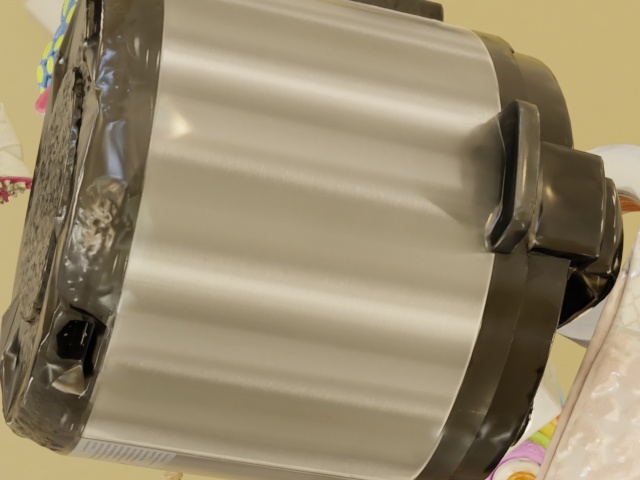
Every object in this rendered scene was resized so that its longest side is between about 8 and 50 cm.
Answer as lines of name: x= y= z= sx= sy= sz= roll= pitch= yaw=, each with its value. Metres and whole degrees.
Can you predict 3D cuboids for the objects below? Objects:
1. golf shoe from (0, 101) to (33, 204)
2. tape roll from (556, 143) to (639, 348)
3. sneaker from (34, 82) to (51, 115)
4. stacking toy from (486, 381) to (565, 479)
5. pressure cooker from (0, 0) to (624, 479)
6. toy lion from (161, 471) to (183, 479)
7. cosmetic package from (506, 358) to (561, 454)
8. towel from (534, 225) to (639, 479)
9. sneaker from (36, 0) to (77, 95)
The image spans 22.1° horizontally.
golf shoe: x=-0.485 y=-0.123 z=1.995 sx=0.306 sy=0.115 sz=0.140 roll=10 pitch=65 yaw=-56
tape roll: x=0.318 y=0.010 z=1.754 sx=0.072 sy=0.219 sz=0.219 roll=29 pitch=13 yaw=-49
sneaker: x=-0.173 y=-0.110 z=1.522 sx=0.252 sy=0.103 sz=0.111 roll=24 pitch=-22 yaw=50
stacking toy: x=0.246 y=0.286 z=2.033 sx=0.302 sy=0.165 sz=0.175 roll=-87 pitch=158 yaw=-75
pressure cooker: x=-0.001 y=0.006 z=1.204 sx=0.420 sy=0.376 sz=0.370 roll=11 pitch=22 yaw=-14
toy lion: x=-0.180 y=0.274 z=1.709 sx=0.100 sy=0.096 sz=0.034 roll=-165 pitch=-122 yaw=-70
cosmetic package: x=0.155 y=0.129 z=1.885 sx=0.225 sy=0.138 sz=0.224 roll=48 pitch=10 yaw=0
towel: x=0.336 y=0.155 z=1.175 sx=0.331 sy=0.317 sz=0.053 roll=14 pitch=-26 yaw=21
sneaker: x=-0.289 y=-0.236 z=2.000 sx=0.067 sy=0.188 sz=0.078 roll=-20 pitch=-47 yaw=40
